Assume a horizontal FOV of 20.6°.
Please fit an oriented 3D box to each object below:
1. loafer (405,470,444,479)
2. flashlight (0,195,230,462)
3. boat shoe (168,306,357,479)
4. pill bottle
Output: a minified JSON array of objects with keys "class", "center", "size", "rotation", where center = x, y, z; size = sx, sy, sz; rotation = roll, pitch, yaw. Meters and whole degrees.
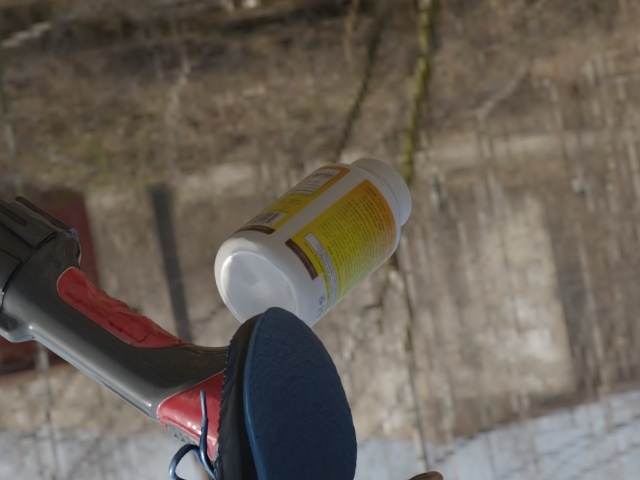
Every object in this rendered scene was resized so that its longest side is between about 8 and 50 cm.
[{"class":"loafer","center":[0.060,0.226,1.467],"size":[0.125,0.045,0.039],"rotation":[-35,-174,47]},{"class":"flashlight","center":[-0.130,0.068,1.292],"size":[0.304,0.103,0.103],"rotation":[33,-157,20]},{"class":"boat shoe","center":[-0.040,0.153,0.999],"size":[0.109,0.258,0.089],"rotation":[33,128,-30]},{"class":"pill bottle","center":[0.000,0.000,1.741],"size":[0.117,0.117,0.215],"rotation":[-10,-159,43]}]
